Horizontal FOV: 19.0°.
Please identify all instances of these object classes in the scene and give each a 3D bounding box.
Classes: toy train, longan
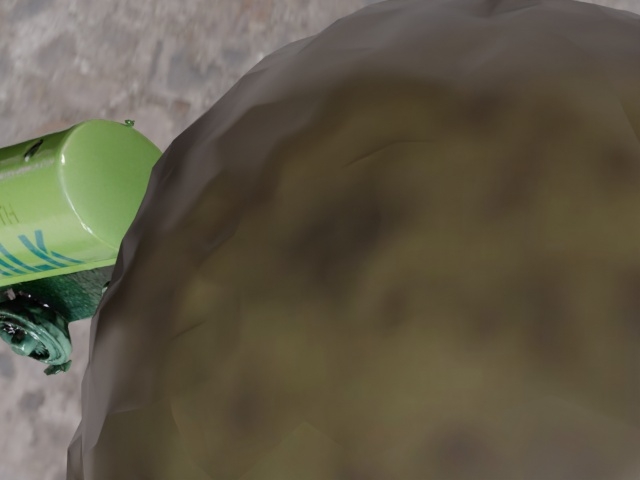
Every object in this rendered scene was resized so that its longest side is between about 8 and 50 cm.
[{"bbox_3d":[-0.159,-0.007,1.151,0.157,0.105,0.253,43,151,-25],"label":"toy train"},{"bbox_3d":[0.091,0.085,0.752,0.391,0.391,0.391,1,118,1],"label":"longan"}]
